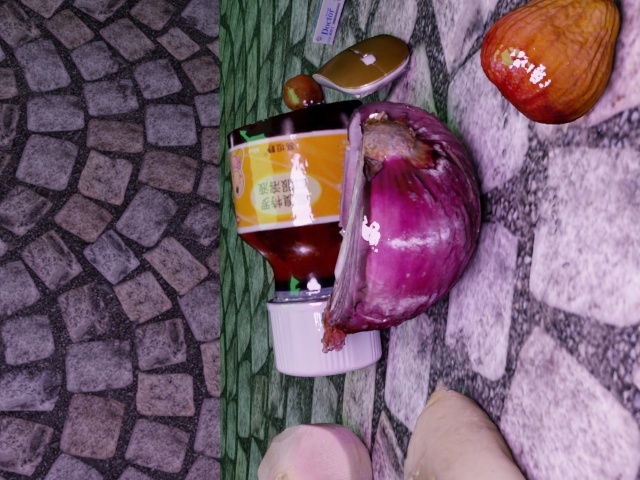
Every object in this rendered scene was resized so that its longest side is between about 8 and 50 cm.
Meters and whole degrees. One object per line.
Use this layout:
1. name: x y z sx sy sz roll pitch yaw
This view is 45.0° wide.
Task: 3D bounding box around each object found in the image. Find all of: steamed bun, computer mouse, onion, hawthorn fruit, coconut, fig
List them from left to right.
1. hawthorn fruit: -0.032 -0.301 1.615 0.093 0.081 0.081 52 138 47
2. coconut: -0.011 0.362 1.171 0.183 0.170 0.171 8 -96 -63
3. computer mouse: 0.060 -0.278 1.225 0.056 0.126 0.245 59 177 -22
4. onion: 0.096 0.009 0.940 0.267 0.159 0.349 -86 3 -46
5. steamed bun: 0.137 0.300 0.812 0.231 0.110 0.213 -119 35 -67
6. fig: 0.200 -0.178 0.673 0.119 0.119 0.153 -129 47 -68

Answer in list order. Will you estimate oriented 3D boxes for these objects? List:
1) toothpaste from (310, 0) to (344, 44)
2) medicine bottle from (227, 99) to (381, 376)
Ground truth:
1. toothpaste: 0.021 -0.464 1.511 0.034 0.046 0.164 -106 25 -42
2. medicine bottle: 0.000 0.000 1.175 0.242 0.242 0.395 168 91 -74
